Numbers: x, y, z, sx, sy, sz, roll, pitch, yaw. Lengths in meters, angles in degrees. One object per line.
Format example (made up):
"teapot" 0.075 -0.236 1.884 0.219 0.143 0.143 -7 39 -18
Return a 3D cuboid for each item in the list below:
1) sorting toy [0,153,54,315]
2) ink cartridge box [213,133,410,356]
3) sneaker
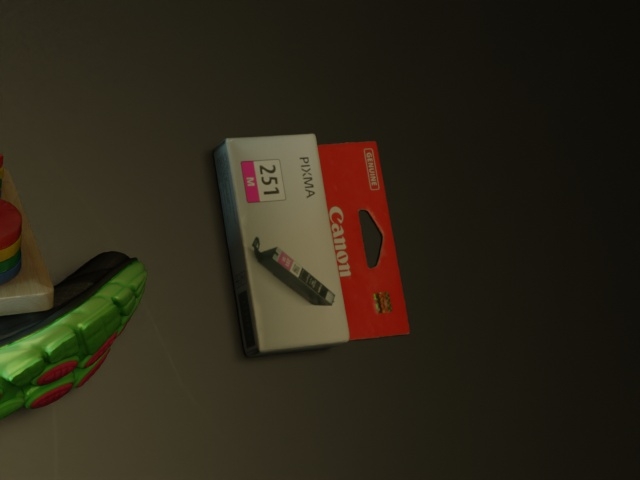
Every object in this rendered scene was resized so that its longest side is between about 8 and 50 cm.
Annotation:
"sorting toy" -0.435 -0.023 1.488 0.255 0.089 0.257 -5 36 -23
"ink cartridge box" 0.000 0.000 1.791 0.239 0.060 0.275 -6 80 -24
"sneaker" -0.389 0.102 1.514 0.483 0.185 0.202 -26 69 -39
